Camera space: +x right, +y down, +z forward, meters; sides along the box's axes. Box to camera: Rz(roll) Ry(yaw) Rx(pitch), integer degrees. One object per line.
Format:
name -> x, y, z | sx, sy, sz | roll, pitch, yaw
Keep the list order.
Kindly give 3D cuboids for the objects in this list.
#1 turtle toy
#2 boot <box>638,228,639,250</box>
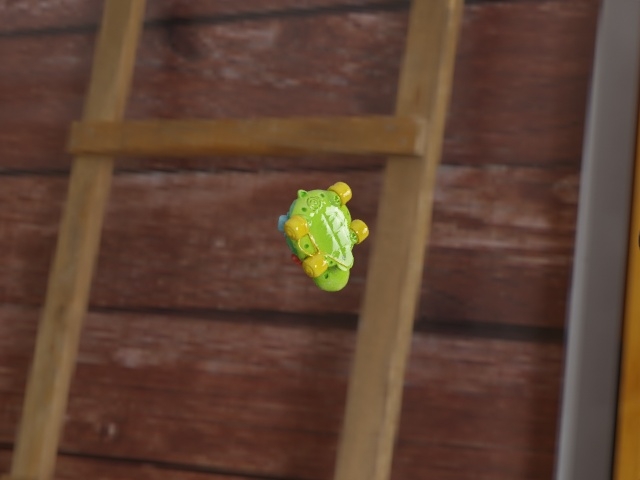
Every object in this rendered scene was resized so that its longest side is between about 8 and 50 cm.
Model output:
turtle toy -> 0.000, 0.000, 1.607 | 0.095, 0.130, 0.066 | -38, 24, -31
boot -> 0.408, -0.058, 1.195 | 0.305, 0.112, 0.115 | -37, -57, 19
